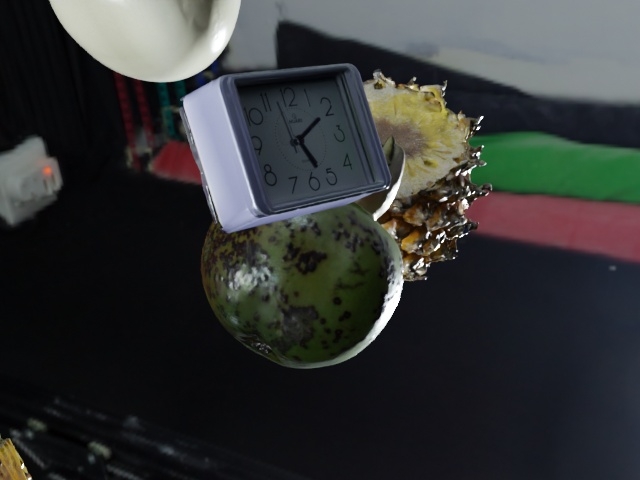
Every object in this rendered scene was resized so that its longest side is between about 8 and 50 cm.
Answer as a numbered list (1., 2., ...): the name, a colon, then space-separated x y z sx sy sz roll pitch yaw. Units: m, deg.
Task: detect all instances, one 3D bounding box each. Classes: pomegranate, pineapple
1. pomegranate: 0.000 0.000 1.345 0.285 0.285 0.340 20 -108 39
2. pineapple: 0.116 -0.088 1.699 0.353 0.300 0.352 -5 -127 7

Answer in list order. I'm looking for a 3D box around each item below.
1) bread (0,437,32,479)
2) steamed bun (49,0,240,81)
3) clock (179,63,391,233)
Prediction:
1. bread: -0.462 0.284 1.057 0.192 0.314 0.370 -23 -159 6
2. steamed bun: -0.289 -0.390 1.552 0.324 0.324 0.206 14 -124 32
3. clock: -0.031 -0.098 0.999 0.193 0.144 0.073 -16 178 -43
